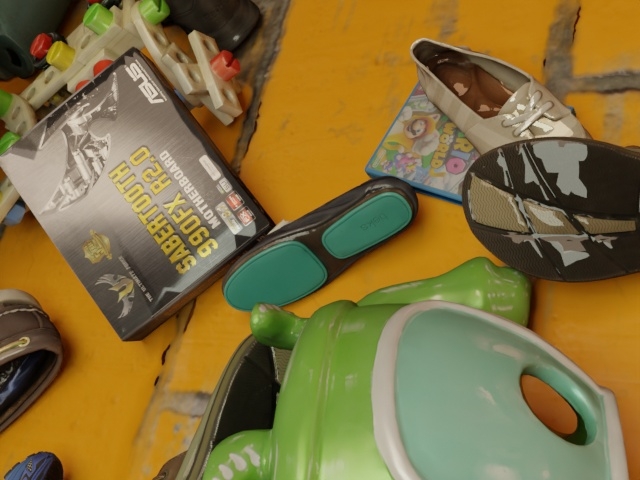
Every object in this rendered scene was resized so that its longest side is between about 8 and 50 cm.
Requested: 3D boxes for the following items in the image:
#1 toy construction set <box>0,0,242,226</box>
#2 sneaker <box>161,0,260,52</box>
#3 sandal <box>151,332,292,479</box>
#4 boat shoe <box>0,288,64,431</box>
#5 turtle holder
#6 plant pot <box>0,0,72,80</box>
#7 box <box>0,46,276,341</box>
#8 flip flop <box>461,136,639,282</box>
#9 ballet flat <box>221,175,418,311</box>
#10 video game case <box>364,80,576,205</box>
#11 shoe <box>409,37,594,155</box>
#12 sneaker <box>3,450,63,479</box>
[{"bbox_3d":[-0.247,-0.162,1.023,0.327,0.151,0.215,-24,51,15],"label":"toy construction set"},{"bbox_3d":[-0.194,-0.323,1.113,0.286,0.130,0.109,27,78,40],"label":"sneaker"},{"bbox_3d":[-0.086,0.210,0.733,0.086,0.120,0.303,-4,52,61],"label":"sandal"},{"bbox_3d":[-0.391,0.190,0.906,0.324,0.116,0.096,-44,46,-9],"label":"boat shoe"},{"bbox_3d":[0.077,0.153,0.606,0.227,0.320,0.243,-2,97,13],"label":"turtle holder"},{"bbox_3d":[-0.443,-0.417,1.208,0.341,0.341,0.334,7,72,33],"label":"plant pot"},{"bbox_3d":[-0.181,-0.045,0.903,0.183,0.056,0.231,-37,79,3],"label":"box"},{"bbox_3d":[0.249,-0.033,0.699,0.277,0.080,0.112,-7,93,11],"label":"flip flop"},{"bbox_3d":[0.000,0.000,0.838,0.203,0.074,0.074,-30,50,18],"label":"ballet flat"},{"bbox_3d":[0.135,-0.090,0.845,0.166,0.015,0.119,21,72,38],"label":"video game case"},{"bbox_3d":[0.153,-0.116,0.802,0.076,0.058,0.219,-44,49,-2],"label":"shoe"},{"bbox_3d":[-0.235,0.288,0.784,0.087,0.083,0.221,-10,57,5],"label":"sneaker"}]
